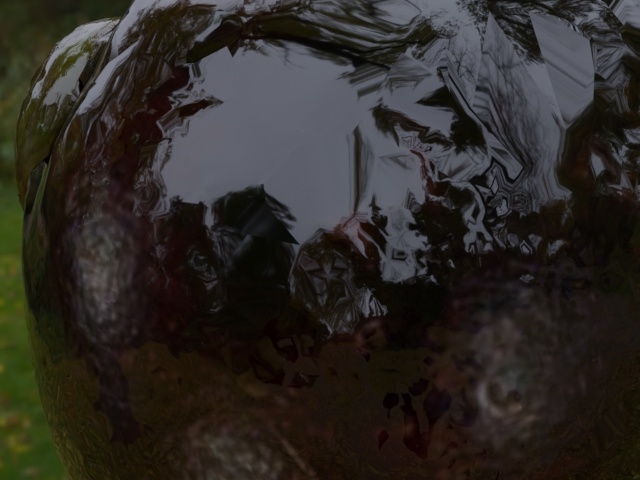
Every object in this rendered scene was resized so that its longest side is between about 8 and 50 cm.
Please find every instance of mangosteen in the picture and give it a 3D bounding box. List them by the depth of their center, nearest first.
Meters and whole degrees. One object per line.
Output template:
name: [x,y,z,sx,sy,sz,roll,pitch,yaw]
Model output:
mangosteen: [0.014,-0.001,0.692,0.293,0.297,0.297,28,20,9]
